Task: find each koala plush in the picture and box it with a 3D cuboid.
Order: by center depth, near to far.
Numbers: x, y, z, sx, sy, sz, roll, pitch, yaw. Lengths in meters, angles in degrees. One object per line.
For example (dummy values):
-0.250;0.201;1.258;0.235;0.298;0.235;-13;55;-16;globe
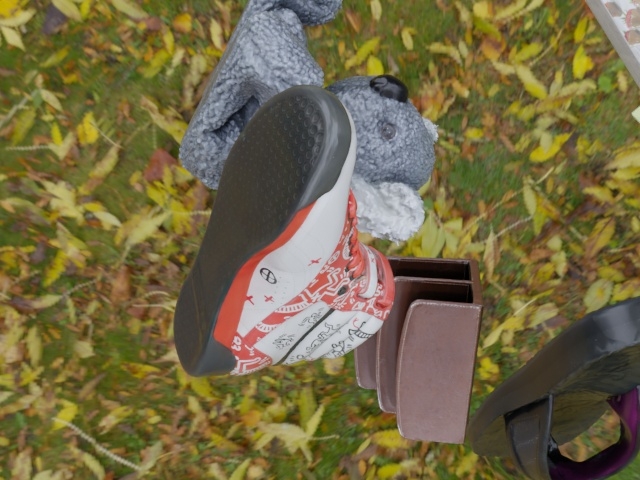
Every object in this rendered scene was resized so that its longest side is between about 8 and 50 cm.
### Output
0.006;-0.102;0.838;0.221;0.196;0.203;25;127;-12;koala plush

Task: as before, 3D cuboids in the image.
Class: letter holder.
0.163;0.192;1.661;0.215;0.152;0.301;4;120;3;letter holder

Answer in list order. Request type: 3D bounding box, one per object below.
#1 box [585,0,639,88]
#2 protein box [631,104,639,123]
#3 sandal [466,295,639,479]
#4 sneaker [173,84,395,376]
0.415;-0.264;1.205;0.063;0.067;0.324;-37;109;7;box
0.672;-0.198;1.560;0.200;0.136;0.201;-44;70;19;protein box
0.252;0.180;0.925;0.168;0.445;0.107;-12;66;-7;sandal
-0.001;0.000;0.669;0.145;0.270;0.090;-1;49;-31;sneaker
